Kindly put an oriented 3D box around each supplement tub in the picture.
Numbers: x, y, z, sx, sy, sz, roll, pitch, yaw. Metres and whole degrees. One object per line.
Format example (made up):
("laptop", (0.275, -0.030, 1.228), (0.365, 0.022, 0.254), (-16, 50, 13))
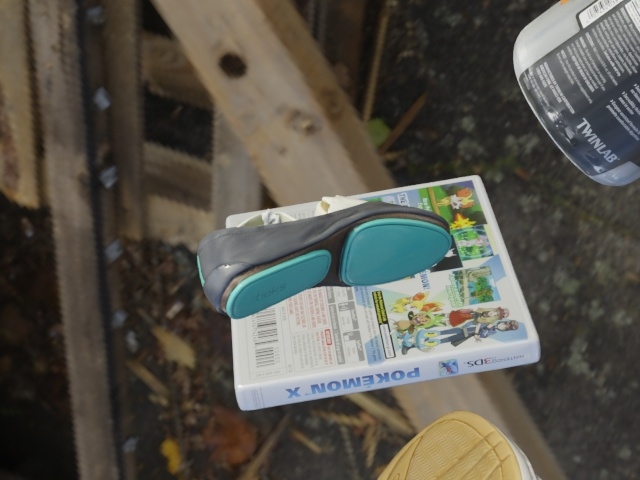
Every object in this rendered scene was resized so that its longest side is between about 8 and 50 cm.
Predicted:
("supplement tub", (0.385, -0.222, 1.504), (0.338, 0.207, 0.207), (-35, 99, 28))

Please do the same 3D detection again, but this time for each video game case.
("video game case", (0.053, 0.046, 1.546), (0.300, 0.329, 0.036), (-9, 122, 0))

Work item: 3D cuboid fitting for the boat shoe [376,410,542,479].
("boat shoe", (0.090, 0.168, 0.610), (0.096, 0.277, 0.098), (39, 100, -22))

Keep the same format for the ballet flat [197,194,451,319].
("ballet flat", (0.000, 0.000, 1.030), (0.074, 0.203, 0.074), (27, 123, 50))
